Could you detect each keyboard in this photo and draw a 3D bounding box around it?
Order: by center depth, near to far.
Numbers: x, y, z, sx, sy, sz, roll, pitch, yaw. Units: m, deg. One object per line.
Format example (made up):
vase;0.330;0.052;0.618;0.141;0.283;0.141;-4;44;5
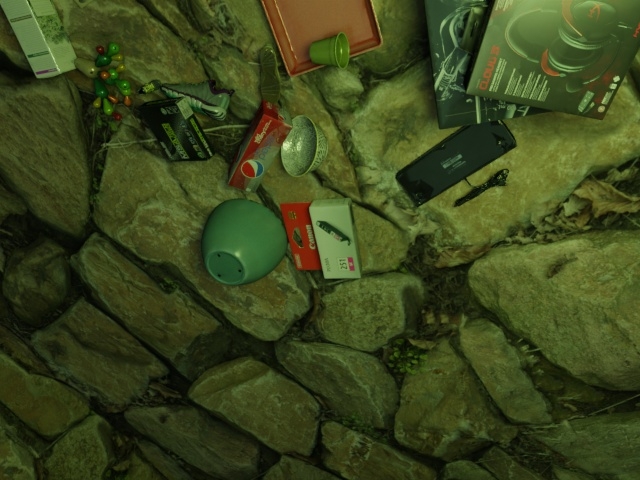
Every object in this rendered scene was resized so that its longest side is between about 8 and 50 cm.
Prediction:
keyboard;0.387;-0.191;1.231;0.317;0.033;0.201;-33;103;31

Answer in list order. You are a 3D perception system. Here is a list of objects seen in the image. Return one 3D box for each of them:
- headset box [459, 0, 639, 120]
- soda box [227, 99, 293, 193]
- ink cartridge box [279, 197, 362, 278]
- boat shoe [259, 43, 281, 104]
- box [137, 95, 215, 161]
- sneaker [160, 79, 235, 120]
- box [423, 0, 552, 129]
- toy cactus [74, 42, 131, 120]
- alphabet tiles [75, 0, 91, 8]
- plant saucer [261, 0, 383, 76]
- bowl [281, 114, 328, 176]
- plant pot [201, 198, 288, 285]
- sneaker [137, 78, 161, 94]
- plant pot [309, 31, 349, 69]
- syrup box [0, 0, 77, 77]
headset box;0.417;-0.372;0.836;0.293;0.110;0.218;14;125;6
soda box;-0.180;-0.265;1.292;0.092;0.083;0.263;18;129;-25
ink cartridge box;0.000;0.000;1.448;0.238;0.060;0.275;-3;121;16
boat shoe;-0.136;-0.447;1.208;0.056;0.048;0.153;-3;129;3
box;-0.423;-0.323;1.315;0.184;0.045;0.191;5;135;33
sneaker;-0.349;-0.422;1.277;0.223;0.083;0.098;25;86;14
box;0.414;-0.442;0.969;0.343;0.179;0.312;-6;122;19
toy cactus;-0.642;-0.476;1.302;0.180;0.112;0.219;28;134;8
alphabet tiles;-0.673;-0.772;1.098;0.285;0.011;0.342;-15;133;26
plant saucer;-0.002;-0.566;1.085;0.259;0.048;0.258;-10;119;22
bowl;-0.032;-0.261;1.255;0.080;0.170;0.170;-2;137;-39
plant pot;-0.273;0.034;1.463;0.290;0.195;0.290;7;123;11
sneaker;-0.503;-0.446;1.310;0.083;0.035;0.031;-19;116;25
plant pot;0.018;-0.457;1.081;0.079;0.083;0.083;7;125;25
syrup box;-0.794;-0.593;1.260;0.096;0.093;0.237;-2;122;16
